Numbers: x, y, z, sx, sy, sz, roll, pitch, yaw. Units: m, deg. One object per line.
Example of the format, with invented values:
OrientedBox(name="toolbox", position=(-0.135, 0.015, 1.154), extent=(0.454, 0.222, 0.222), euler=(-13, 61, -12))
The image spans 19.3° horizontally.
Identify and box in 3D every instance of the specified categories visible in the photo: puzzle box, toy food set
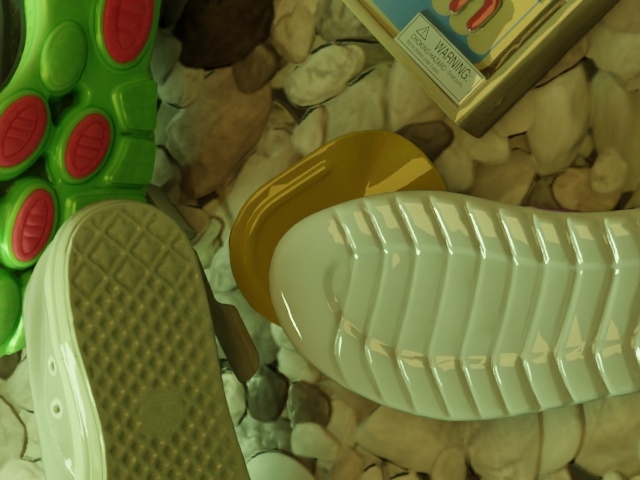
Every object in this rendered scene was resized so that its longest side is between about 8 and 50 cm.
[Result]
OrientedBox(name="puzzle box", position=(0.088, -0.315, 1.502), extent=(0.272, 0.052, 0.409), euler=(-45, 66, 10))
OrientedBox(name="toy food set", position=(0.000, 0.000, 1.470), extent=(0.218, 0.071, 0.128), euler=(-32, 96, 8))

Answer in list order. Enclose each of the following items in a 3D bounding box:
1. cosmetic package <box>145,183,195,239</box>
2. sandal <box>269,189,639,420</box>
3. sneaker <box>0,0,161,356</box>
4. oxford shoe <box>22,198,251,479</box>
OrientedBox(name="cosmetic package", position=(-0.167, 0.010, 1.566), extent=(0.115, 0.041, 0.060), euler=(-45, 66, 11))
OrientedBox(name="sandal", position=(0.169, 0.043, 1.383), extent=(0.416, 0.102, 0.169), euler=(0, 97, 16))
OrientedBox(name="sneaker", position=(-0.240, -0.127, 1.559), extent=(0.202, 0.185, 0.483), euler=(-8, 64, 56))
OrientedBox(name="oxford shoe", position=(-0.138, 0.195, 1.412), extent=(0.130, 0.169, 0.449), euler=(-19, 77, 61))
